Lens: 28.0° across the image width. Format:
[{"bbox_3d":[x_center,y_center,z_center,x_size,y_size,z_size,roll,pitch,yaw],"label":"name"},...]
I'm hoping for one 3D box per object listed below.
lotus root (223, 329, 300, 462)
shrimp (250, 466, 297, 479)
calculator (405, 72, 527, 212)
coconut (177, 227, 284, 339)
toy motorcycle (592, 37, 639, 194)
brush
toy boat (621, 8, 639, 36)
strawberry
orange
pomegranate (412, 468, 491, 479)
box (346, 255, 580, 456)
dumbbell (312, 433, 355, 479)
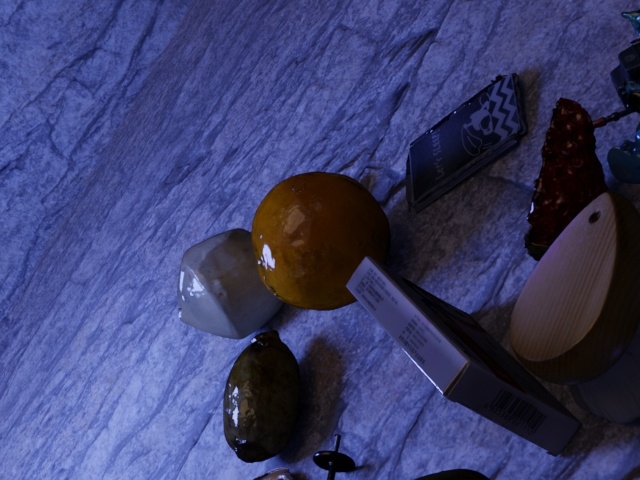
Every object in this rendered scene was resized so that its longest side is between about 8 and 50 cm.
[{"bbox_3d":[-0.102,0.261,2.227,0.145,0.129,0.260,-43,29,43],"label":"lotus root"},{"bbox_3d":[-0.081,0.459,2.077,0.178,0.075,0.289,-58,16,-6],"label":"shrimp"},{"bbox_3d":[0.243,-0.168,2.216,0.274,0.028,0.165,-35,39,38],"label":"calculator"},{"bbox_3d":[-0.177,0.085,2.445,0.224,0.224,0.224,-37,35,32],"label":"coconut"},{"bbox_3d":[0.473,-0.168,1.785,0.182,0.123,0.272,-25,40,12],"label":"toy motorcycle"},{"bbox_3d":[0.370,0.082,1.637,0.174,0.166,0.266,3,64,59],"label":"brush"},{"bbox_3d":[0.572,-0.388,1.842,0.293,0.099,0.108,-41,1,7],"label":"toy boat"},{"bbox_3d":[0.363,-0.080,1.820,0.111,0.190,0.236,11,89,15],"label":"strawberry"},{"bbox_3d":[0.000,0.000,2.210,0.246,0.246,0.246,-37,35,32],"label":"orange"},{"bbox_3d":[0.163,0.385,1.676,0.181,0.182,0.224,-65,10,-12],"label":"pomegranate"},{"bbox_3d":[0.190,0.154,1.795,0.069,0.214,0.353,-57,29,6],"label":"box"},{"bbox_3d":[0.016,0.370,1.999,0.069,0.069,0.147,-25,43,45],"label":"dumbbell"}]
